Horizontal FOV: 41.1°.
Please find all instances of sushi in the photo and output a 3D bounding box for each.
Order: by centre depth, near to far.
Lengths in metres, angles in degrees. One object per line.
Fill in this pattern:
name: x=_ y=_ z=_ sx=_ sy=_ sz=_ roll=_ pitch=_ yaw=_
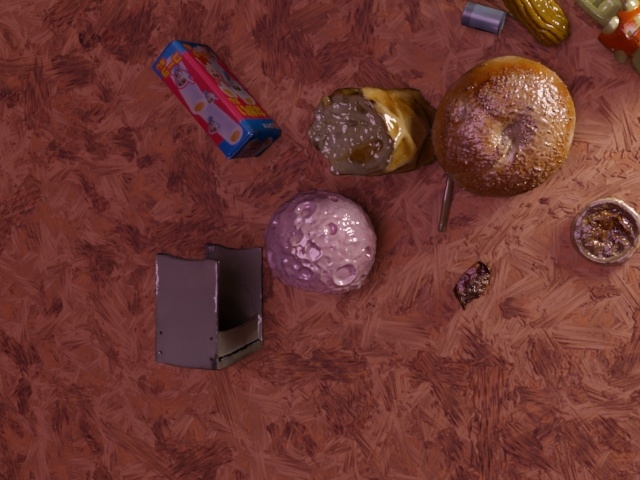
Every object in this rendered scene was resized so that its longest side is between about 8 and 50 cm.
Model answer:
sushi: x=0.341 y=0.101 z=1.909 sx=0.055 sy=0.052 sz=0.120 roll=47 pitch=109 yaw=27

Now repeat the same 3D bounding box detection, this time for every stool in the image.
stool: x=-0.263 y=0.154 z=2.059 sx=0.170 sy=0.243 sz=0.269 roll=4 pitch=98 yaw=21

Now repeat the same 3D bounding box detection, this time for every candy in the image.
candy: x=-0.246 y=-0.335 z=2.040 sx=0.100 sy=0.157 sz=0.306 roll=-45 pitch=80 yaw=21

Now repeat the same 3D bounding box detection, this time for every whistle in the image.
whistle: x=0.625 y=-0.416 z=1.698 sx=0.288 sy=0.106 sz=0.131 roll=44 pitch=103 yaw=12

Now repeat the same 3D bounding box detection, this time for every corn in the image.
corn: x=0.427 y=-0.467 z=1.715 sx=0.080 sy=0.231 sz=0.080 roll=-18 pitch=61 yaw=36

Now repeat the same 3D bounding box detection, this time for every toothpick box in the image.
toothpick box: x=0.349 y=-0.477 z=1.834 sx=0.083 sy=0.052 sz=0.052 roll=21 pitch=104 yaw=18

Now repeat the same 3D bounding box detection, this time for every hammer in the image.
hammer: x=0.291 y=-0.114 z=1.914 sx=0.062 sy=0.013 sz=0.199 roll=2 pitch=107 yaw=-17

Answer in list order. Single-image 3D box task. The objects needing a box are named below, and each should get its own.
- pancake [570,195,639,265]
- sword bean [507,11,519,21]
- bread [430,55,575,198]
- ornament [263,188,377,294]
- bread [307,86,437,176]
pancake: x=0.602 y=-0.019 z=1.799 sx=0.152 sy=0.025 sz=0.151 roll=3 pitch=99 yaw=23
sword bean: x=0.433 y=-0.464 z=1.823 sx=0.083 sy=0.012 sz=0.012 roll=43 pitch=110 yaw=14
bread: x=0.382 y=-0.228 z=1.772 sx=0.306 sy=0.159 sz=0.305 roll=1 pitch=104 yaw=4
ornament: x=0.000 y=0.000 z=1.929 sx=0.259 sy=0.259 sz=0.225 roll=13 pitch=94 yaw=21
bread: x=0.124 y=-0.238 z=1.857 sx=0.239 sy=0.252 sz=0.196 roll=0 pitch=101 yaw=27
